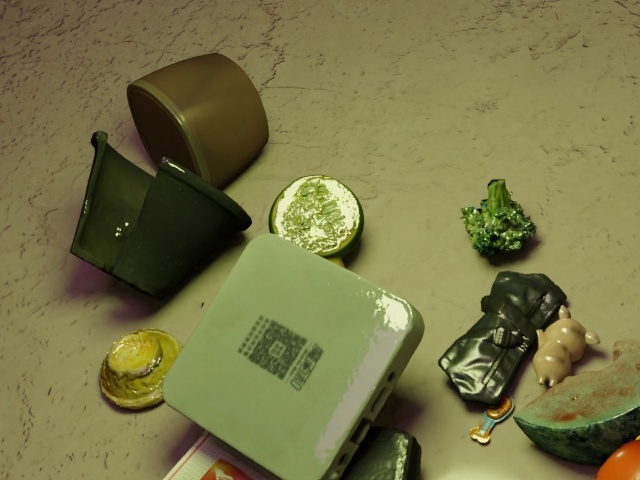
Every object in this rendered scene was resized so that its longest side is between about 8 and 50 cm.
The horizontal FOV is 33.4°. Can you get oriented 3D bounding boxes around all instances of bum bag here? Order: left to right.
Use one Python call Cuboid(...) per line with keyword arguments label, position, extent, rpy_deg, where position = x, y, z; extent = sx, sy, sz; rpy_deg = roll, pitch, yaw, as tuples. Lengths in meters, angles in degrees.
Cuboid(label="bum bag", position=(0.330, 0.170, 1.956), extent=(0.137, 0.074, 0.310), rpy_deg=(25, 57, 24))

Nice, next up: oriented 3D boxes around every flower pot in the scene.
Cuboid(label="flower pot", position=(-0.355, -0.026, 2.207), extent=(0.379, 0.379, 0.251), rpy_deg=(21, 79, 31))

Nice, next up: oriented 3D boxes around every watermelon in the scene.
Cuboid(label="watermelon", position=(0.495, 0.279, 1.805), extent=(0.318, 0.148, 0.226), rpy_deg=(-21, 28, 16))

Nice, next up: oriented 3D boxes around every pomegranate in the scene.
Cuboid(label="pomegranate", position=(0.008, -0.012, 2.174), extent=(0.190, 0.159, 0.241), rpy_deg=(-41, 78, -8))

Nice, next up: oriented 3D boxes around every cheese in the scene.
Cuboid(label="cheese", position=(0.304, 0.311, 1.883), extent=(0.047, 0.017, 0.111), rpy_deg=(21, 59, 35))

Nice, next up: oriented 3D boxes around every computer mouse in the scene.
Cuboid(label="computer mouse", position=(0.075, 0.439, 1.780), extent=(0.170, 0.100, 0.269), rpy_deg=(-1, 45, 21))

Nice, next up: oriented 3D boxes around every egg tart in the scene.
Cuboid(label="egg tart", position=(-0.359, 0.242, 2.106), extent=(0.191, 0.074, 0.191), rpy_deg=(-10, 47, 11))

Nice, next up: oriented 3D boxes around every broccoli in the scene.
Cuboid(label="broccoli", position=(0.348, -0.051, 2.094), extent=(0.167, 0.160, 0.154), rpy_deg=(-23, 26, -29))

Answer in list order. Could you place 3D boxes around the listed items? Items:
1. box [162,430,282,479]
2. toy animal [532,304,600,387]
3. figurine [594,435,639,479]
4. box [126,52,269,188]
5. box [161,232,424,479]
Cuboid(label="box", position=(-0.167, 0.455, 1.846), extent=(0.210, 0.095, 0.330), rpy_deg=(26, 59, 33))
Cuboid(label="toy animal", position=(0.431, 0.198, 1.901), extent=(0.150, 0.083, 0.089), rpy_deg=(-59, 17, -20))
Cuboid(label="figurine", position=(0.492, 0.432, 1.598), extent=(0.320, 0.196, 0.323), rpy_deg=(27, 72, 41))
Cuboid(label="box", position=(-0.264, -0.264, 2.389), extent=(0.216, 0.301, 0.301), rpy_deg=(-33, 48, -24))
Cuboid(label="box", position=(-0.050, 0.207, 1.849), extent=(0.373, 0.090, 0.367), rpy_deg=(27, 80, 29))
